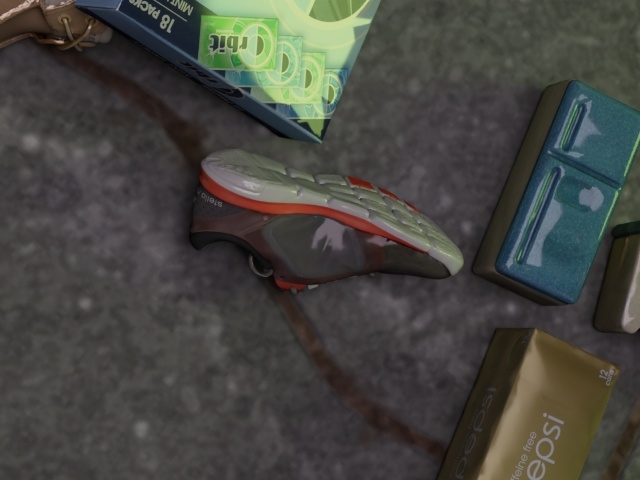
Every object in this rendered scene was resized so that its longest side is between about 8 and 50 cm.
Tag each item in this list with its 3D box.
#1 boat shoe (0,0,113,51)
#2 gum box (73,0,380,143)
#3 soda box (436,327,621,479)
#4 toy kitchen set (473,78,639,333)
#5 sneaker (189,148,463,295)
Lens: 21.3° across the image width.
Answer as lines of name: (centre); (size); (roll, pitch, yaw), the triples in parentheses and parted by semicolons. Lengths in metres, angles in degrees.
boat shoe: (-0.125, -0.130, 0.887); (0.170, 0.063, 0.059); (-34, 91, -16)
gum box: (-0.026, -0.168, 0.896); (0.157, 0.041, 0.184); (31, 78, -42)
soda box: (0.100, 0.140, 0.941); (0.058, 0.061, 0.181); (24, 81, -13)
toy kitchen set: (0.222, 0.001, 0.929); (0.207, 0.166, 0.122); (24, 81, -14)
sneaker: (0.000, 0.000, 0.932); (0.158, 0.061, 0.065); (18, 109, -14)
